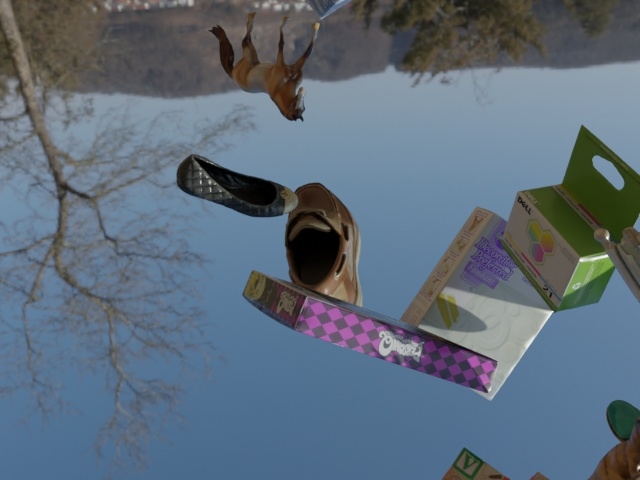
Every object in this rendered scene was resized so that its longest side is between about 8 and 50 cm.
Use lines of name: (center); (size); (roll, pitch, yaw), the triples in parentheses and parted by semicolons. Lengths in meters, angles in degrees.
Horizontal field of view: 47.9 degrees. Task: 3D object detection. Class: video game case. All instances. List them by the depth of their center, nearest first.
video game case: (0.046, 0.097, 0.808); (0.232, 0.041, 0.210); (21, 178, -20)

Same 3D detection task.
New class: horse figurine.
horse figurine: (-0.102, -0.326, 1.326); (0.263, 0.174, 0.066); (21, -163, 36)

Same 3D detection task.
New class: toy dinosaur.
toy dinosaur: (0.293, 0.239, 0.712); (0.064, 0.211, 0.112); (-14, -124, -34)

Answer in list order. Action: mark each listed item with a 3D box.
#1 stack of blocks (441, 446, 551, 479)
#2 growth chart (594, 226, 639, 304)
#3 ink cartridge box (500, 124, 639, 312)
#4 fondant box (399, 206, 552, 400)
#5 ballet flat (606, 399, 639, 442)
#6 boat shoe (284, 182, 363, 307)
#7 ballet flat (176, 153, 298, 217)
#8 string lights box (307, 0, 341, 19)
stack of blocks: (0.348, 0.495, 1.262); (0.297, 0.087, 0.171); (33, -113, 19)
growth chart: (0.405, 0.033, 0.701); (0.021, 0.172, 0.237); (-33, -175, -38)
ink cartridge box: (0.420, -0.037, 1.218); (0.097, 0.255, 0.188); (-11, -136, -18)
fondant box: (0.342, 0.132, 1.509); (0.238, 0.330, 0.096); (33, -177, -15)
ballet flat: (0.597, 0.379, 1.339); (0.073, 0.067, 0.206); (-24, -157, 5)
boat shoe: (0.000, 0.000, 1.143); (0.123, 0.116, 0.324); (-19, -140, 5)
ballet flat: (-0.103, -0.068, 0.940); (0.173, 0.049, 0.057); (12, -129, -29)
string lights box: (0.000, -0.245, 0.535); (0.077, 0.133, 0.259); (-34, -167, 6)
